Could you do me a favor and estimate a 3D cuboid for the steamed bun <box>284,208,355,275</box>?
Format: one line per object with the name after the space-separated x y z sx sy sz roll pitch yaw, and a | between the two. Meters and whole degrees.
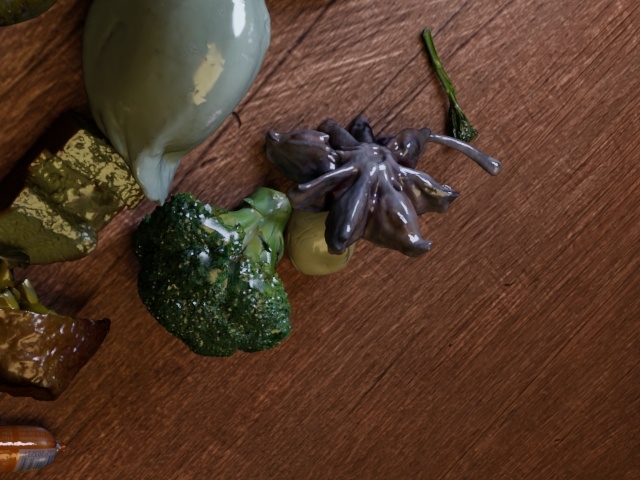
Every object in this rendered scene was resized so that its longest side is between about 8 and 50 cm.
0.000 0.000 1.304 0.112 0.091 0.130 -5 121 -28 | steamed bun

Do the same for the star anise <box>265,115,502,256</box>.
0.082 -0.076 1.228 0.359 0.316 0.139 22 144 -2 | star anise

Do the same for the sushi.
-0.427 0.109 1.059 0.296 0.167 0.179 11 73 -11 | sushi

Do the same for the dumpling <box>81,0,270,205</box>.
-0.172 -0.242 0.975 0.211 0.270 0.321 36 103 -20 | dumpling

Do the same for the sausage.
-0.487 0.304 1.202 0.234 0.071 0.071 10 113 -36 | sausage

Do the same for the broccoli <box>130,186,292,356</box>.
-0.137 0.020 1.163 0.269 0.254 0.269 -57 163 -27 | broccoli

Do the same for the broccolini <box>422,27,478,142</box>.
0.207 -0.243 1.316 0.044 0.042 0.218 -34 129 -11 | broccolini

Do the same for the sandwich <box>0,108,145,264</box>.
-0.336 -0.045 1.041 0.236 0.128 0.122 -48 124 2 | sandwich

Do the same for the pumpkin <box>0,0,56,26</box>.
-0.361 -0.312 0.831 0.218 0.162 0.219 -18 131 -22 | pumpkin
